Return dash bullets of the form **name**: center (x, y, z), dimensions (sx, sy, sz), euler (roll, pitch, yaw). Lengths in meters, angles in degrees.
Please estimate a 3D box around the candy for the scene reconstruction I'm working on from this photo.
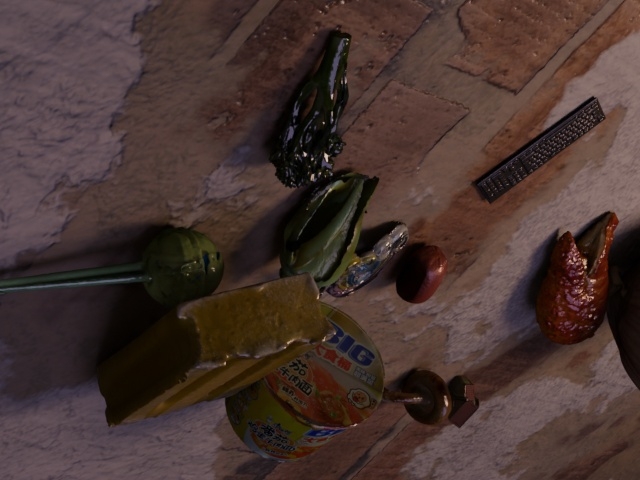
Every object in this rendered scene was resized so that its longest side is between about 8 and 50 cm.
- **candy**: center (-0.268, 0.041, 1.469), dimensions (0.336, 0.092, 0.093), euler (-4, 113, -26)

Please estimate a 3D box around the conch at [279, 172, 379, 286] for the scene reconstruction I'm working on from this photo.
- **conch**: center (-0.001, 0.000, 1.650), dimensions (0.095, 0.079, 0.200), euler (6, 116, -30)

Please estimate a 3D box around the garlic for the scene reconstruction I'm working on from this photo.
- **garlic**: center (0.610, 0.125, 2.203), dimensions (0.241, 0.322, 0.322), euler (-5, 144, -9)

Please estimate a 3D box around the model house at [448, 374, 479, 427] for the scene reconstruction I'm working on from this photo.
- **model house**: center (0.248, 0.284, 2.302), dimensions (0.057, 0.058, 0.083), euler (7, 132, -47)

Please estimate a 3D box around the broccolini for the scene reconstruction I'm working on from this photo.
- **broccolini**: center (-0.002, -0.137, 1.460), dimensions (0.091, 0.068, 0.202), euler (1, 138, -16)

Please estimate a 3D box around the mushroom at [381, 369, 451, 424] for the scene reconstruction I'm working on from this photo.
- **mushroom**: center (0.155, 0.255, 2.170), dimensions (0.130, 0.073, 0.088), euler (13, 115, 0)

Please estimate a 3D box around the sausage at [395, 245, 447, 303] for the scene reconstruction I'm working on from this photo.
- **sausage**: center (0.146, 0.049, 1.870), dimensions (0.054, 0.059, 0.094), euler (-27, 152, -49)

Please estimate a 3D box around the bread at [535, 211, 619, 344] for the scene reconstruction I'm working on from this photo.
- **bread**: center (0.423, 0.077, 2.136), dimensions (0.139, 0.095, 0.269), euler (-27, 146, -25)

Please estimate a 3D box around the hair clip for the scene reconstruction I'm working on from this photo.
- **hair clip**: center (0.043, 0.035, 1.775), dimensions (0.172, 0.049, 0.116), euler (-21, 162, -35)

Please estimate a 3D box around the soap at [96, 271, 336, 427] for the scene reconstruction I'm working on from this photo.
- **soap**: center (-0.139, 0.139, 1.596), dimensions (0.199, 0.091, 0.315), euler (-11, 167, -30)

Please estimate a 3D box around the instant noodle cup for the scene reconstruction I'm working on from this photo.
- **instant noodle cup**: center (-0.035, 0.203, 1.808), dimensions (0.205, 0.205, 0.153), euler (-6, 150, -38)

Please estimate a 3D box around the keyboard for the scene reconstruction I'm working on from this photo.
- **keyboard**: center (0.309, -0.124, 1.820), dimensions (0.202, 0.011, 0.067), euler (-36, 149, 5)
